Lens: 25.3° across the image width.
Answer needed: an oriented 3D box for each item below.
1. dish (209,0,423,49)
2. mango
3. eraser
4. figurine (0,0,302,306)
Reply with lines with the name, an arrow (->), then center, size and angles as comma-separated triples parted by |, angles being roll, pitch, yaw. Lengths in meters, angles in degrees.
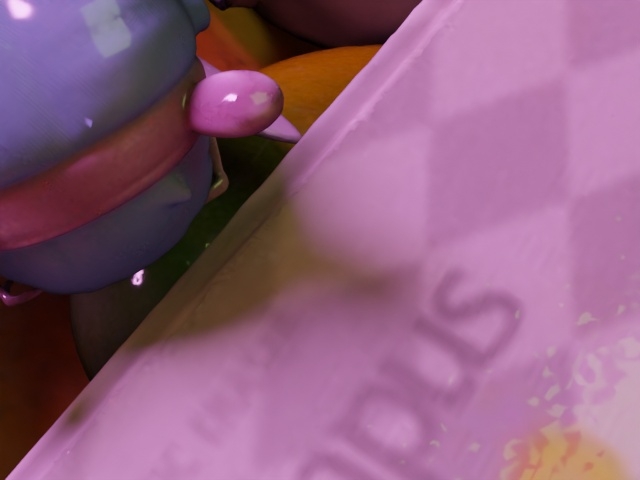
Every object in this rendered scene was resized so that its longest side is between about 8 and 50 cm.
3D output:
dish -> -0.050, -0.205, 0.649 | 0.124, 0.324, 0.324 | -32, 69, -7
mango -> 0.000, 0.000, 0.573 | 0.251, 0.114, 0.156 | -27, 69, -38
eraser -> 0.051, 0.069, 0.428 | 0.213, 0.082, 0.397 | 31, 60, 17
figurine -> -0.120, -0.048, 0.473 | 0.205, 0.103, 0.260 | -22, 22, -11
